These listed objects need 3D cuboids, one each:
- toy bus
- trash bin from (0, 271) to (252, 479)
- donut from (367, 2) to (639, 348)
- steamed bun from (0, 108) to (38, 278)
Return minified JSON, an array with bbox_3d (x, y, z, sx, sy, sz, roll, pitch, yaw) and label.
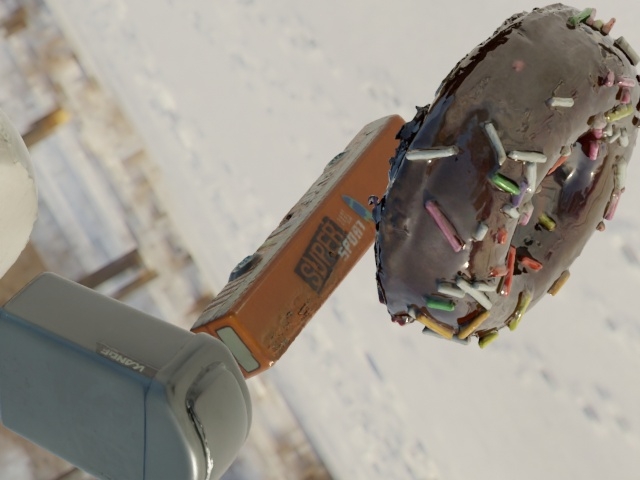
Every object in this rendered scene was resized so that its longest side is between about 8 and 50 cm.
[{"bbox_3d":[0.000,0.000,1.980,0.093,0.409,0.092,50,139,-13],"label":"toy bus"},{"bbox_3d":[-0.180,0.144,1.631,0.236,0.101,0.177,24,135,20],"label":"trash bin"},{"bbox_3d":[0.140,-0.042,1.276,0.103,0.270,0.270,34,163,26],"label":"donut"},{"bbox_3d":[-0.501,-0.073,2.067,0.309,0.309,0.309,59,175,9],"label":"steamed bun"}]
